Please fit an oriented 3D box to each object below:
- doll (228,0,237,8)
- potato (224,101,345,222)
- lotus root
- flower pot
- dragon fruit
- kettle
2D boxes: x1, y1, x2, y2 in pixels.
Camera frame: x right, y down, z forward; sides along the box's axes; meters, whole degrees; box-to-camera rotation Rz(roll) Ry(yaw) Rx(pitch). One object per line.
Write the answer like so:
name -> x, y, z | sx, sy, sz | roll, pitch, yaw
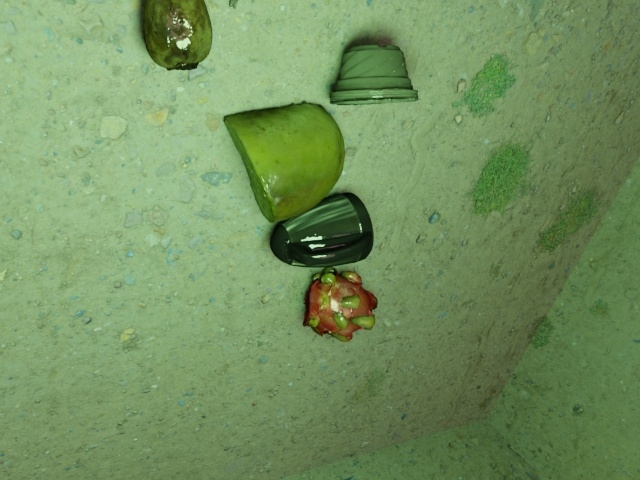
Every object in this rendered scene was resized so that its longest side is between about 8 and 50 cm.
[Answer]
doll -> -0.175, -0.522, 1.087 | 0.143, 0.221, 0.135 | -5, 121, -36
potato -> -0.042, -0.191, 1.432 | 0.280, 0.213, 0.330 | -28, 135, -13
lotus root -> -0.288, -0.446, 1.133 | 0.138, 0.138, 0.214 | -12, 127, -27
flower pot -> 0.134, -0.410, 1.405 | 0.236, 0.235, 0.140 | -7, 103, -30
dragon fruit -> 0.068, 0.210, 1.828 | 0.307, 0.243, 0.227 | 47, 64, -82
kettle -> -0.006, 0.004, 1.580 | 0.271, 0.250, 0.207 | -14, 146, -23
